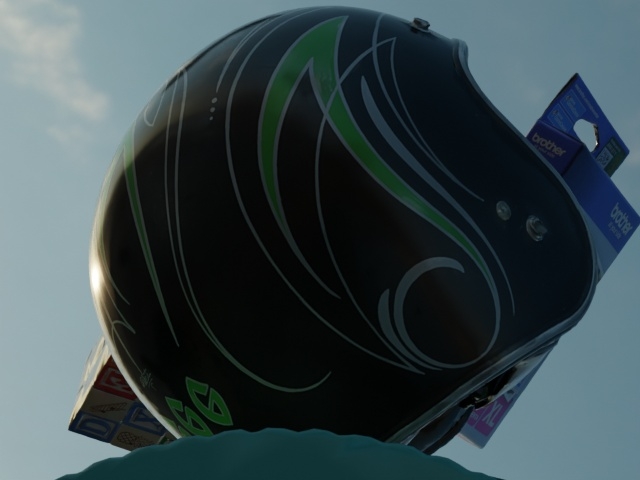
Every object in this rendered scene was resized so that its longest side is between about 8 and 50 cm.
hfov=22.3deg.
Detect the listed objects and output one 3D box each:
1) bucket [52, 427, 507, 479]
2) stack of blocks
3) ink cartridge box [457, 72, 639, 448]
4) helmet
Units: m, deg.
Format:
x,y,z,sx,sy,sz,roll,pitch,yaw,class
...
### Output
x,y,z,sx,sy,sz,roll,pitch,yaw,class
-0.007,0.197,0.437,0.281,0.281,0.183,30,-30,29,bucket
-0.101,0.094,1.471,0.171,0.087,0.297,20,-40,-13,stack of blocks
0.180,0.023,1.427,0.065,0.311,0.186,31,-5,33,ink cartridge box
0.000,0.000,0.578,0.161,0.169,0.169,54,-38,12,helmet
